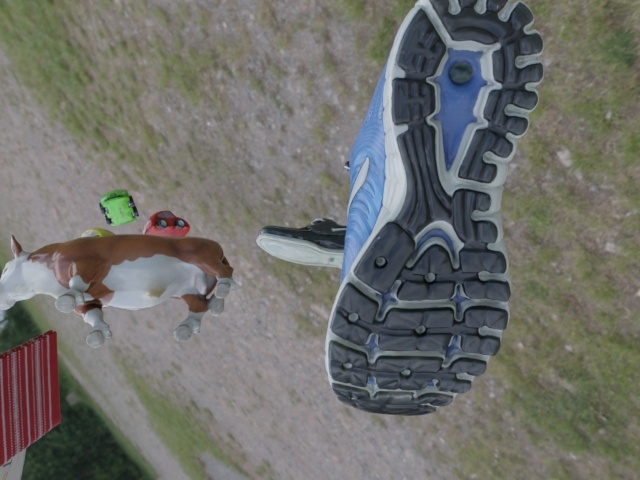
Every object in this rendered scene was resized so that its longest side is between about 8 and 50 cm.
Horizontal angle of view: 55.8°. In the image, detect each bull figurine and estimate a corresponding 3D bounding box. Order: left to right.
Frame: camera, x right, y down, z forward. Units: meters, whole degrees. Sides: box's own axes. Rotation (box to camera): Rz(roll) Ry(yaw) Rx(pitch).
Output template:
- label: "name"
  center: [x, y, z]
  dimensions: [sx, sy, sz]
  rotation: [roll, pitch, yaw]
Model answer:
- label: "bull figurine"
  center: [-0.260, 0.052, 0.779]
  dimensions: [0.188, 0.310, 0.101]
  rotation: [-131, 40, -54]

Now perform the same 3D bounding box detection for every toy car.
- label: "toy car"
  center: [-0.383, -0.044, 1.181]
  dimensions: [0.225, 0.239, 0.053]
  rotation: [105, 145, -63]

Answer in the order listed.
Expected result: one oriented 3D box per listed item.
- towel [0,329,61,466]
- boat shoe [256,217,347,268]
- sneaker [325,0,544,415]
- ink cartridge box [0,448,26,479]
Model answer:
- label: "towel"
  center: [-0.548, 0.287, 1.049]
  dimensions: [0.031, 0.275, 0.199]
  rotation: [4, 101, 13]
- label: "boat shoe"
  center: [0.000, 0.000, 1.089]
  dimensions: [0.084, 0.233, 0.079]
  rotation: [122, 152, -60]
- label: "sneaker"
  center: [0.080, -0.018, 0.477]
  dimensions: [0.147, 0.129, 0.330]
  rotation: [-95, 17, -77]
- label: "ink cartridge box"
  center: [-0.727, 0.435, 1.239]
  dimensions: [0.233, 0.171, 0.168]
  rotation: [125, 149, -75]
